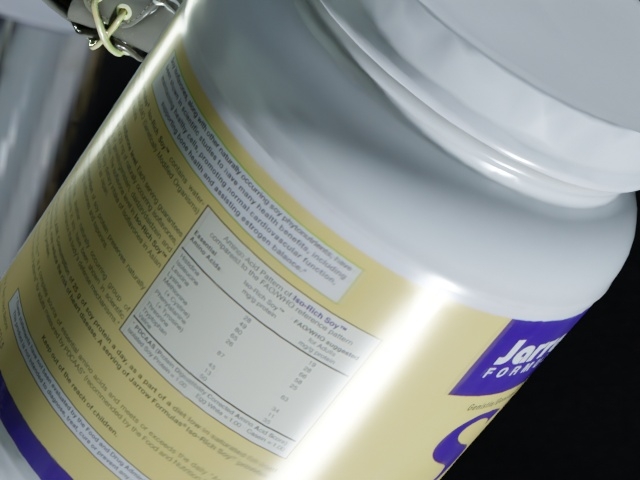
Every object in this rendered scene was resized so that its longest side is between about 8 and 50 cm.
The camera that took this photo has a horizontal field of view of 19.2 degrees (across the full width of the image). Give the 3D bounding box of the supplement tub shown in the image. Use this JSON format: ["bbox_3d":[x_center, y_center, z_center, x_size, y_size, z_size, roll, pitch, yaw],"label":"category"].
[{"bbox_3d":[0.000,0.000,0.917,0.241,0.241,0.331,53,-58,26],"label":"supplement tub"}]

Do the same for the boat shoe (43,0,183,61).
[{"bbox_3d":[-0.145,-0.179,1.317,0.305,0.091,0.109,44,-31,14],"label":"boat shoe"}]
